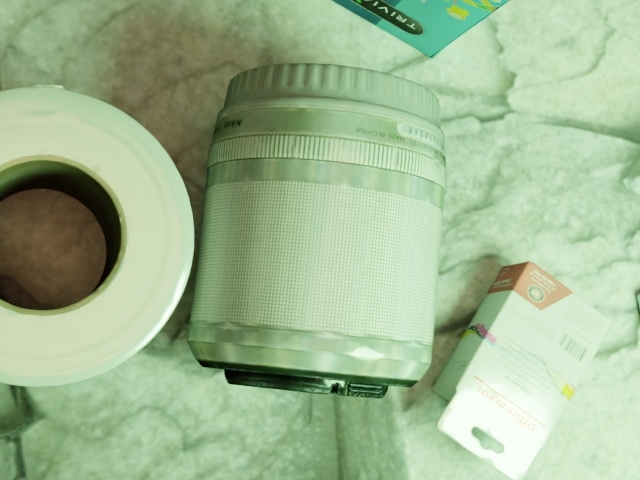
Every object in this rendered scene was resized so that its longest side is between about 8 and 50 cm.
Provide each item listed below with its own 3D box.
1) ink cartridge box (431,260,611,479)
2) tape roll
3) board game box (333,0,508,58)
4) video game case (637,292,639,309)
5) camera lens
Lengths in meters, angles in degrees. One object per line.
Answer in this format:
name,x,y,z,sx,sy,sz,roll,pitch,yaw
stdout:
ink cartridge box,0.197,0.135,1.068,0.115,0.067,0.198,36,75,-9
tape roll,-0.243,0.003,0.905,0.246,0.169,0.246,1,85,-16
board game box,0.071,-0.301,0.937,0.254,0.336,0.079,27,78,-12
video game case,0.479,0.137,1.169,0.227,0.026,0.206,-11,88,-17
camera lens,0.000,0.000,0.947,0.220,0.219,0.274,8,82,-15
